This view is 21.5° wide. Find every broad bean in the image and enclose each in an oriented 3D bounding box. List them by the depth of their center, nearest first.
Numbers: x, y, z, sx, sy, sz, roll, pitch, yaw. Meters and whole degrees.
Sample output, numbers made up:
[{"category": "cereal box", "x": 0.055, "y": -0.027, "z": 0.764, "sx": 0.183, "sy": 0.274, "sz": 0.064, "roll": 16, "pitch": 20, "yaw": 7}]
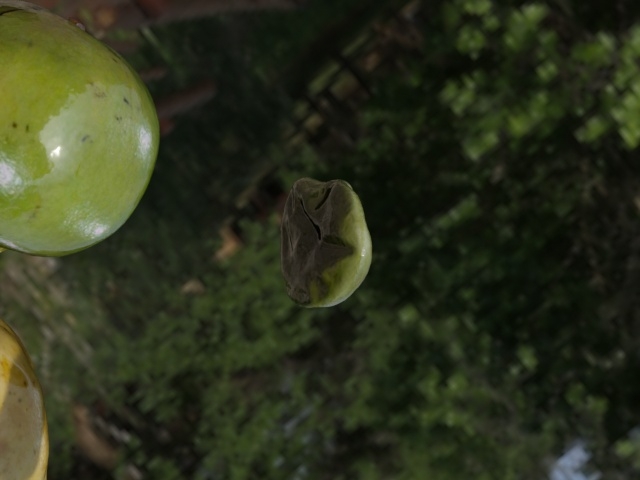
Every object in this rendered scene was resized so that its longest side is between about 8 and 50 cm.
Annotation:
[{"category": "broad bean", "x": 0.003, "y": 0.000, "z": 1.872, "sx": 0.206, "sy": 0.072, "sz": 0.153, "roll": -109, "pitch": -146, "yaw": -66}]

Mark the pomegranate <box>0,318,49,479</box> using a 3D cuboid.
[{"category": "pomegranate", "x": -0.439, "y": 0.211, "z": 1.764, "sx": 0.332, "sy": 0.332, "sz": 0.332, "roll": -39, "pitch": -178, "yaw": 2}]

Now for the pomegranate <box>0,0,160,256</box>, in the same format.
[{"category": "pomegranate", "x": -0.191, "y": -0.048, "z": 1.061, "sx": 0.179, "sy": 0.210, "sz": 0.179, "roll": 0, "pitch": 177, "yaw": 0}]
